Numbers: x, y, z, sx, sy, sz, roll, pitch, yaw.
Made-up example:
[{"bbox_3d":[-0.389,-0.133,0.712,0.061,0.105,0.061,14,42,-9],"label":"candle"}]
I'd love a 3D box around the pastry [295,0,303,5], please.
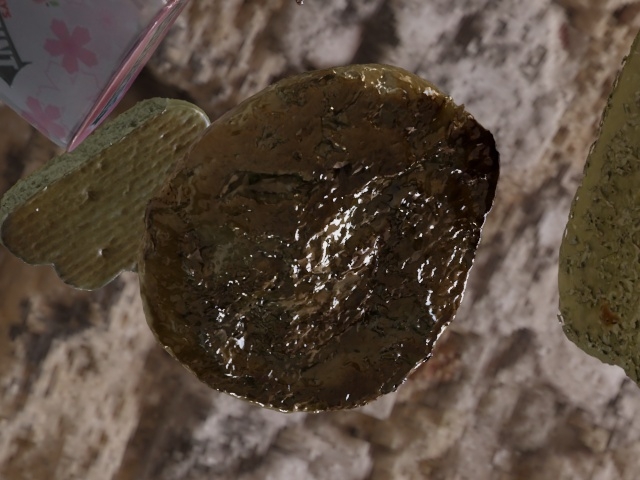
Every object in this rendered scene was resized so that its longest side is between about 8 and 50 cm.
[{"bbox_3d":[0.038,-0.477,1.760,0.292,0.405,0.337,7,-69,46],"label":"pastry"}]

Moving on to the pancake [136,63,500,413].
[{"bbox_3d":[0.001,0.001,1.251,0.356,0.356,0.065,-55,-143,16],"label":"pancake"}]

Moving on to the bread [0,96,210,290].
[{"bbox_3d":[-0.242,-0.043,1.702,0.286,0.207,0.056,-30,-140,-6],"label":"bread"}]

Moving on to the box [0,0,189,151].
[{"bbox_3d":[-0.289,-0.254,1.114,0.190,0.369,0.112,-49,-174,39],"label":"box"}]

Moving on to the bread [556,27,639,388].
[{"bbox_3d":[0.390,-0.028,1.303,0.248,0.279,0.315,36,-59,48],"label":"bread"}]
